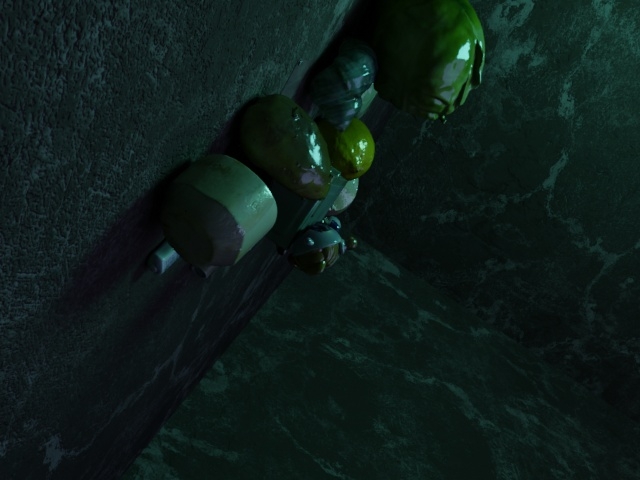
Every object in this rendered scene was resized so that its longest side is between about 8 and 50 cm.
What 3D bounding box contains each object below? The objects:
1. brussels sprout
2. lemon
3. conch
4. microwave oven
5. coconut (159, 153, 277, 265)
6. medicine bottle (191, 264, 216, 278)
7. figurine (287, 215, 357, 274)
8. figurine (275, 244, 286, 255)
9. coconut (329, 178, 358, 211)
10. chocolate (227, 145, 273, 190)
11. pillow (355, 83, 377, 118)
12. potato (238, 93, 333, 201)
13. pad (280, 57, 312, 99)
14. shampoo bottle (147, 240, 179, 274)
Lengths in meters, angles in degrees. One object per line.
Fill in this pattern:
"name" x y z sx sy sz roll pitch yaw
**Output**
"brussels sprout" 0.311 -0.591 1.757 0.343 0.425 0.361 -10 131 -20
"lemon" 0.068 -0.320 2.017 0.263 0.236 0.236 12 -119 51
"conch" 0.064 -0.447 1.666 0.220 0.196 0.277 -90 -178 -83
"microwave oven" -0.091 -0.141 1.775 0.286 0.218 0.355 -55 175 9
"coconut" -0.208 -0.063 1.223 0.241 0.241 0.241 -56 175 -8
"medicine bottle" -0.292 0.015 1.753 0.231 0.059 0.059 -53 174 -34
"figurine" 0.010 -0.004 1.656 0.194 0.133 0.274 -6 -157 34
"figurine" -0.084 -0.125 2.198 0.326 0.169 0.218 -58 170 13
"coconut" 0.035 -0.221 2.378 0.239 0.239 0.244 -56 175 -5
"chocolate" -0.173 -0.161 1.429 0.125 0.148 0.080 -7 -145 42
"pillow" 0.197 -0.608 2.325 0.274 0.076 0.281 -59 175 5
"potato" -0.066 -0.214 1.380 0.141 0.296 0.191 -11 -136 36
"pad" -0.080 -0.385 1.526 0.187 0.006 0.113 -58 175 19
"shampoo bottle" -0.358 0.035 1.356 0.099 0.043 0.072 -51 173 -38
